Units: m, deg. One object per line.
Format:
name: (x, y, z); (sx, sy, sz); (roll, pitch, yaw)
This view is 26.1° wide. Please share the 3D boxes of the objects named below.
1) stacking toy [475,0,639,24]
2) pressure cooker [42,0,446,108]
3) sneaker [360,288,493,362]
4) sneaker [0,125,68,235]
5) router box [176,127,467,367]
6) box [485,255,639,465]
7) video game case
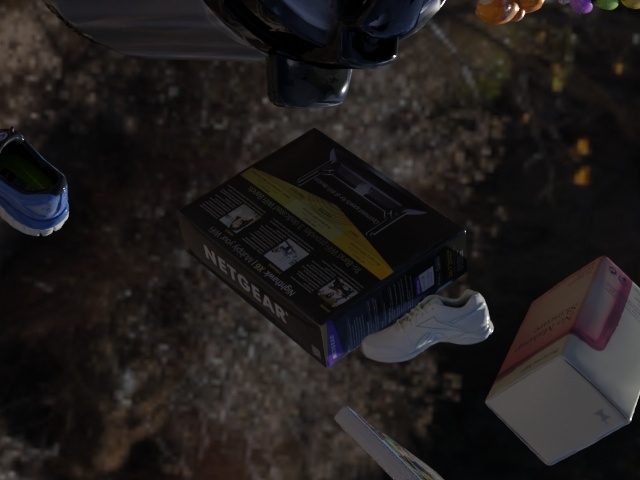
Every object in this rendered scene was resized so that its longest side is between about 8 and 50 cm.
stacking toy: (0.319, -0.320, 1.587); (0.175, 0.302, 0.165); (-89, 158, -65)
pressure cooker: (-0.051, -0.348, 1.265); (0.375, 0.420, 0.370); (-53, 129, -24)
sneaker: (0.116, 0.093, 1.555); (0.053, 0.152, 0.061); (-109, -176, -60)
sneaker: (-0.541, -0.147, 2.223); (0.130, 0.330, 0.147); (-63, -177, -37)
router box: (0.000, 0.000, 1.807); (0.243, 0.309, 0.081); (-32, 138, -24)
box: (0.336, 0.154, 1.808); (0.148, 0.127, 0.232); (-39, -171, 40)
video game case: (0.120, 0.267, 1.447); (0.023, 0.201, 0.183); (-49, 132, 0)
